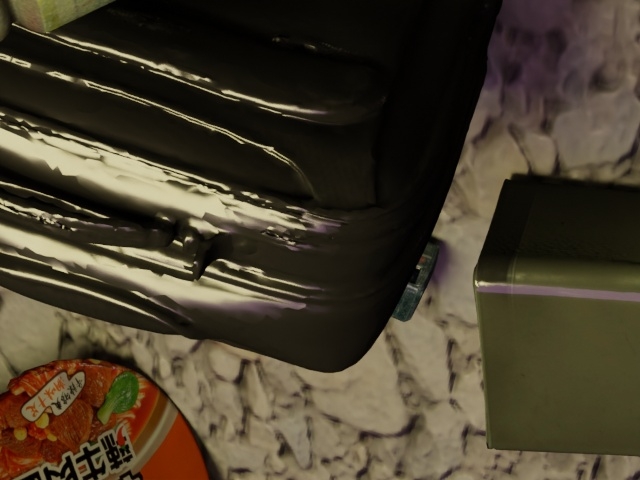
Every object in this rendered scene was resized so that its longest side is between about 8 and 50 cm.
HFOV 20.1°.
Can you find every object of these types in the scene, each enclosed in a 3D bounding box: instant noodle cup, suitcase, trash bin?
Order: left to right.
[{"bbox_3d":[-0.240,0.230,1.464,0.192,0.250,0.250,-16,121,40],"label":"instant noodle cup"},{"bbox_3d":[-0.084,-0.100,1.059,0.345,0.339,0.188,19,136,6],"label":"suitcase"},{"bbox_3d":[0.234,0.055,1.208,0.241,0.122,0.164,3,127,17],"label":"trash bin"}]

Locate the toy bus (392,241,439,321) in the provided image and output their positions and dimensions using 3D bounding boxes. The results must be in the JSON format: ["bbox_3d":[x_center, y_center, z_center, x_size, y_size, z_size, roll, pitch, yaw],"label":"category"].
[{"bbox_3d":[0.000,0.000,1.288,0.166,0.065,0.047,22,133,2],"label":"toy bus"}]

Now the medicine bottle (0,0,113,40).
[{"bbox_3d":[-0.064,-0.222,0.902,0.322,0.151,0.151,-27,123,-10],"label":"medicine bottle"}]
